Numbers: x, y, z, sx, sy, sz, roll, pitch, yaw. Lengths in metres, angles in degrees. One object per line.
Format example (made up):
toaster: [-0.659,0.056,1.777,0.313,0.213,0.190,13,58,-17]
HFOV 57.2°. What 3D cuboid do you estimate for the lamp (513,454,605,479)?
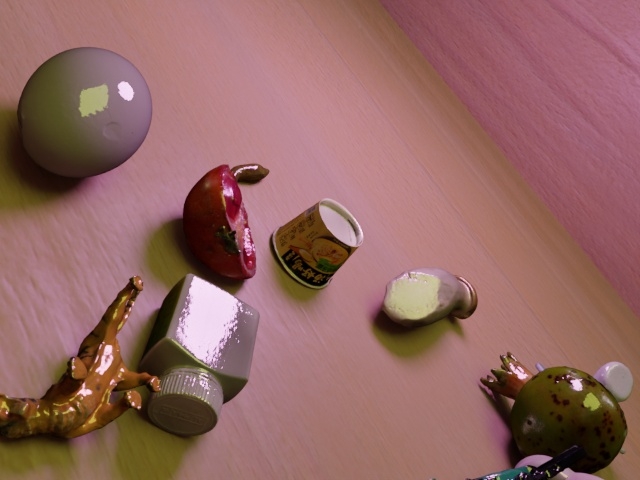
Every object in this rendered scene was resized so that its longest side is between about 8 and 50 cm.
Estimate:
lamp: [0.450,0.495,1.048,0.246,0.179,0.108,38,22,26]

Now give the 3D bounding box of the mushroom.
mushroom: [0.243,0.123,1.285,0.350,0.128,0.128,7,48,-53]

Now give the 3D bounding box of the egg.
egg: [-0.348,-0.186,0.870,0.176,0.176,0.232,35,41,-17]

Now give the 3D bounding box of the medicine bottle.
medicine bottle: [-0.161,0.153,0.780,0.132,0.088,0.188,34,33,-21]

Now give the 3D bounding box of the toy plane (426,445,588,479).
toy plane: [0.269,0.415,0.945,0.381,0.155,0.106,2,50,-28]

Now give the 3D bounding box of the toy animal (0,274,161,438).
toy animal: [-0.258,0.137,0.696,0.114,0.116,0.255,61,20,-21]

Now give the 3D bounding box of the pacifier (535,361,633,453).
pacifier: [0.650,0.367,1.413,0.279,0.207,0.227,44,13,-4]

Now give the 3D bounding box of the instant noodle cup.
instant noodle cup: [0.000,0.000,1.126,0.151,0.122,0.151,31,36,-26]

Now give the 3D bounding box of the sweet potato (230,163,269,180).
sweet potato: [-0.151,-0.135,1.185,0.041,0.038,0.153,30,28,19]

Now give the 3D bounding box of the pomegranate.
pomegranate: [0.472,0.339,1.200,0.231,0.231,0.286,-5,51,-53]

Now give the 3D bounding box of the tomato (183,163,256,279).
tomato: [-0.174,-0.026,0.978,0.173,0.099,0.189,-97,175,-66]
